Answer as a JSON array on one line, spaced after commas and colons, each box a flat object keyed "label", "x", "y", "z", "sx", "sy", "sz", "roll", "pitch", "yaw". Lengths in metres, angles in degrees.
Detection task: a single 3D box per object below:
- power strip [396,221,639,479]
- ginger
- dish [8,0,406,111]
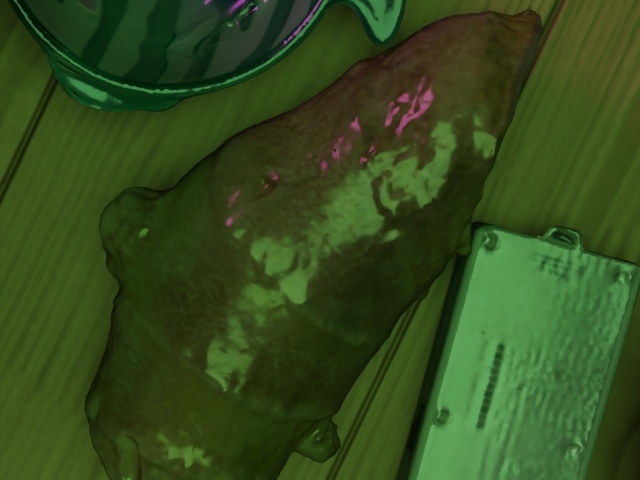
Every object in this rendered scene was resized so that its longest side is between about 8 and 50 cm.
[{"label": "power strip", "x": 0.093, "y": 0.168, "z": 1.026, "sx": 0.106, "sy": 0.043, "sz": 0.367, "roll": 15, "pitch": 93, "yaw": -5}, {"label": "ginger", "x": 0.000, "y": 0.000, "z": 0.969, "sx": 0.354, "sy": 0.126, "sz": 0.190, "roll": -43, "pitch": 93, "yaw": -4}, {"label": "dish", "x": -0.071, "y": -0.176, "z": 0.967, "sx": 0.246, "sy": 0.078, "sz": 0.224, "roll": 14, "pitch": 95, "yaw": -9}]
